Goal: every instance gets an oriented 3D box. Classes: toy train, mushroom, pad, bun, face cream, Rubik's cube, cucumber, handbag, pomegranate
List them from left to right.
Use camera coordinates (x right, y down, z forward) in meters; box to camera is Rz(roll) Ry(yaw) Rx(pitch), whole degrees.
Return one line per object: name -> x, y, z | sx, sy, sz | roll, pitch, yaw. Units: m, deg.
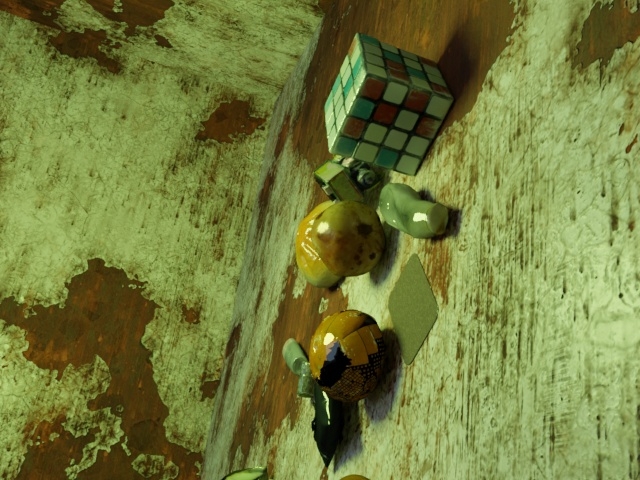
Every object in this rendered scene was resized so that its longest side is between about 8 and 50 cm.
mushroom -> -0.235, 0.844, 2.265 | 0.267, 0.190, 0.164 | -158, 70, -73
face cream -> -0.087, 0.399, 2.430 | 0.198, 0.057, 0.084 | -143, 69, -75
cucumber -> -0.040, 0.434, 2.216 | 0.064, 0.064, 0.111 | 153, 130, -69
bun -> 0.000, 0.000, 2.322 | 0.299, 0.165, 0.298 | -162, 90, -74
handbag -> 0.019, 0.449, 1.912 | 0.254, 0.089, 0.211 | -92, 4, -48
pomegranate -> 0.073, -0.003, 1.982 | 0.215, 0.215, 0.215 | -164, 90, -74
toy train -> 0.082, -0.202, 2.189 | 0.177, 0.134, 0.261 | -38, 18, 0
Rubik's cube -> 0.173, -0.364, 1.916 | 0.259, 0.253, 0.256 | -93, 24, -53
pad -> 0.218, 0.159, 1.708 | 0.266, 0.002, 0.176 | -101, 31, -58
mushroom -> 0.225, -0.071, 1.755 | 0.351, 0.097, 0.109 | -134, 59, -68

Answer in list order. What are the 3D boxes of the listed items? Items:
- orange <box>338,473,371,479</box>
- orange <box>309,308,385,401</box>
orange -> 0.080, 0.589, 1.542 | 0.156, 0.124, 0.156 | -179, 90, -84
orange -> 0.069, 0.284, 1.778 | 0.234, 0.182, 0.234 | -160, 90, -79
